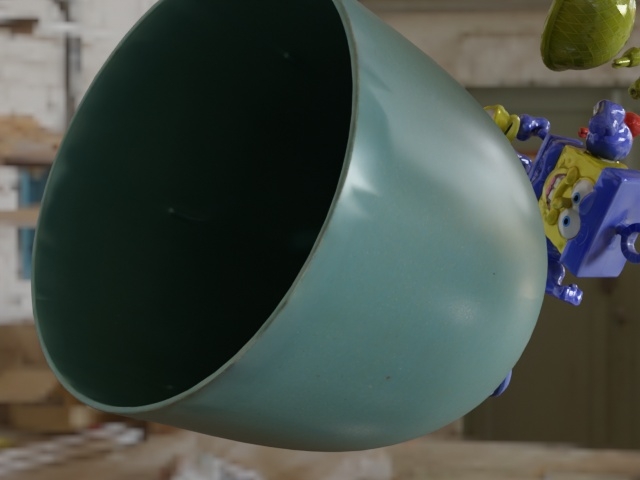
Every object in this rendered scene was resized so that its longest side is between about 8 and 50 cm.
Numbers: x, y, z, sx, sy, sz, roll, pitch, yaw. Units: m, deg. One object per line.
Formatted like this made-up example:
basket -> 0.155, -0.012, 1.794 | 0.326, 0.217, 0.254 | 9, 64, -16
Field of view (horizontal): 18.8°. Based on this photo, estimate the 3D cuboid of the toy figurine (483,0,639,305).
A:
toy figurine -> 0.279, -0.065, 1.832 | 0.191, 0.362, 0.217 | 9, 27, -35

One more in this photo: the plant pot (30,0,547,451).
plant pot -> 0.000, 0.000, 1.211 | 0.235, 0.293, 0.293 | 25, -15, -39

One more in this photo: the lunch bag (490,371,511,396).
lunch bag -> 0.107, 0.033, 1.756 | 0.090, 0.219, 0.176 | -6, 12, -27
